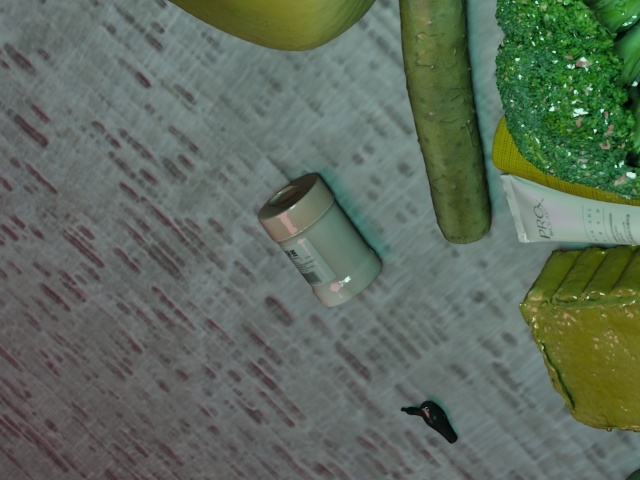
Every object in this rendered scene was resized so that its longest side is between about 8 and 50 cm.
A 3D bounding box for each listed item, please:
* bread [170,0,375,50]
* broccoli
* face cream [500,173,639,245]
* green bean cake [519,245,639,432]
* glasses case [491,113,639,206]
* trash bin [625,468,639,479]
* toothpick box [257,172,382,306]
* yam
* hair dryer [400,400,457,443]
[{"bbox_3d":[-0.098,-0.371,1.689,0.376,0.253,0.348,36,159,8],"label":"bread"},{"bbox_3d":[0.285,-0.168,1.636,0.269,0.261,0.241,41,104,-6],"label":"broccoli"},{"bbox_3d":[0.314,-0.030,1.863,0.244,0.058,0.092,5,122,43],"label":"face cream"},{"bbox_3d":[0.367,0.112,1.896,0.230,0.131,0.224,-4,127,39],"label":"green bean cake"},{"bbox_3d":[0.298,-0.086,1.799,0.234,0.064,0.079,15,100,31],"label":"glasses case"},{"bbox_3d":[0.485,0.373,2.006,0.250,0.219,0.220,-13,117,54],"label":"trash bin"},{"bbox_3d":[0.000,0.000,2.121,0.098,0.098,0.149,-16,117,48],"label":"toothpick box"},{"bbox_3d":[0.141,-0.153,1.863,0.083,0.083,0.371,15,135,29],"label":"yam"},{"bbox_3d":[0.150,0.252,2.317,0.083,0.031,0.079,11,145,52],"label":"hair dryer"}]
